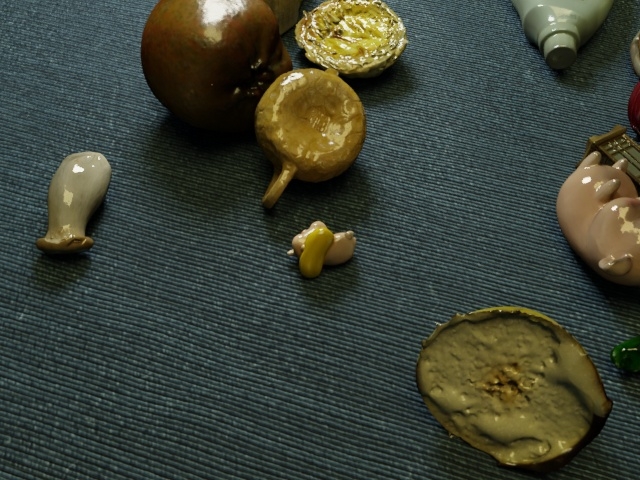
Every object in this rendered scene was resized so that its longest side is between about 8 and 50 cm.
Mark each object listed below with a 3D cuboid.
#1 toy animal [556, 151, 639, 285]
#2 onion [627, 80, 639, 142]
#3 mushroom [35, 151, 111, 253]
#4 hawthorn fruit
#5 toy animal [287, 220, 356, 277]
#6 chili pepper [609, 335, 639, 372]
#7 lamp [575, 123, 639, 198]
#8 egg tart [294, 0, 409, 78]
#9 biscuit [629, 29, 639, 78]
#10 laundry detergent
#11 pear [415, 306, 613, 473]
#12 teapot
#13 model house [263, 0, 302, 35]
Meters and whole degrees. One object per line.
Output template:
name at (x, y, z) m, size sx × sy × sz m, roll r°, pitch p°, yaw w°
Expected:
toy animal at (0.491, -0.024, 1.184) m, size 0.166 × 0.154 × 0.250 m, roll 7°, pitch 39°, yaw -17°
onion at (0.699, -0.241, 1.299) m, size 0.252 × 0.219 × 0.252 m, roll 19°, pitch 31°, yaw -12°
mushroom at (-0.426, -0.067, 1.227) m, size 0.097 × 0.088 × 0.213 m, roll 20°, pitch 54°, yaw -28°
hawthorn fruit at (-0.214, -0.352, 1.339) m, size 0.300 × 0.268 × 0.268 m, roll 27°, pitch 56°, yaw 29°
toy animal at (0.000, 0.000, 1.195) m, size 0.114 × 0.091 × 0.082 m, roll -22°, pitch 43°, yaw -16°
chili pepper at (0.555, 0.177, 1.094) m, size 0.216 × 0.062 × 0.108 m, roll -7°, pitch 54°, yaw -5°
lamp at (0.606, -0.066, 1.261) m, size 0.089 × 0.090 × 0.325 m, roll -24°, pitch 58°, yaw -19°
egg tart at (0.069, -0.424, 1.511) m, size 0.252 × 0.098 × 0.232 m, roll 24°, pitch 62°, yaw 20°
biscuit at (0.827, -0.384, 1.498) m, size 0.331 × 0.103 × 0.332 m, roll 1°, pitch 53°, yaw -1°
laundry detergent at (0.550, -0.542, 1.596) m, size 0.263 × 0.125 × 0.398 m, roll 7°, pitch 54°, yaw 2°
pear at (0.283, 0.174, 1.023) m, size 0.266 × 0.267 × 0.178 m, roll 22°, pitch 31°, yaw 14°
teapot at (-0.031, -0.192, 1.301) m, size 0.203 × 0.167 × 0.311 m, roll 28°, pitch 75°, yaw -11°
model house at (-0.107, -0.572, 1.552) m, size 0.174 × 0.193 × 0.234 m, roll 5°, pitch 53°, yaw -1°
